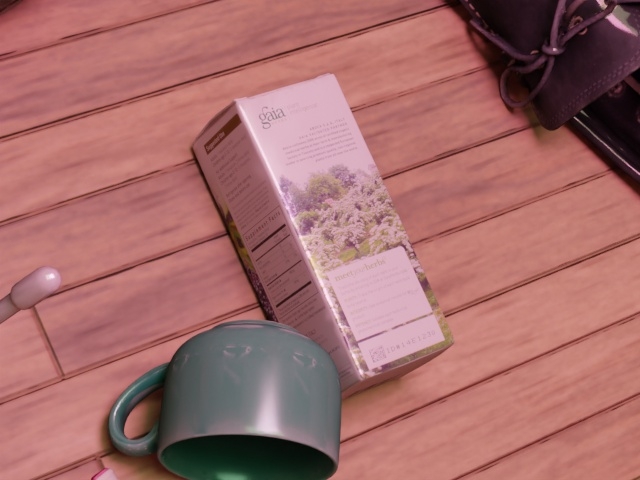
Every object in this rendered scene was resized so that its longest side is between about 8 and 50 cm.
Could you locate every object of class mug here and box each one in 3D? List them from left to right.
[{"bbox_3d":[-0.062,0.113,1.312,0.157,0.129,0.097,13,63,-20],"label":"mug"}]

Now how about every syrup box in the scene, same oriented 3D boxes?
[{"bbox_3d":[0.000,0.000,1.403,0.093,0.096,0.237,-19,80,-31],"label":"syrup box"}]

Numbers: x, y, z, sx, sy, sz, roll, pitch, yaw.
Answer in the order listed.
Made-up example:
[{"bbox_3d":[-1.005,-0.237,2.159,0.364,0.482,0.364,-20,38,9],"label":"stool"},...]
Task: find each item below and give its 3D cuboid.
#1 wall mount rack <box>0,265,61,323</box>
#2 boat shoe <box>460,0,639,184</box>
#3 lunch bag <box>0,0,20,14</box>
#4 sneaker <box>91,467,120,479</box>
[{"bbox_3d":[-0.339,0.086,1.105,0.350,0.130,0.304,30,94,-33],"label":"wall mount rack"},{"bbox_3d":[0.229,-0.184,1.534,0.500,0.187,0.156,39,54,-13],"label":"boat shoe"},{"bbox_3d":[-0.284,-0.219,1.272,0.287,0.235,0.169,-39,93,-31],"label":"lunch bag"},{"bbox_3d":[-0.164,0.241,1.254,0.074,0.063,0.170,33,56,-4],"label":"sneaker"}]
